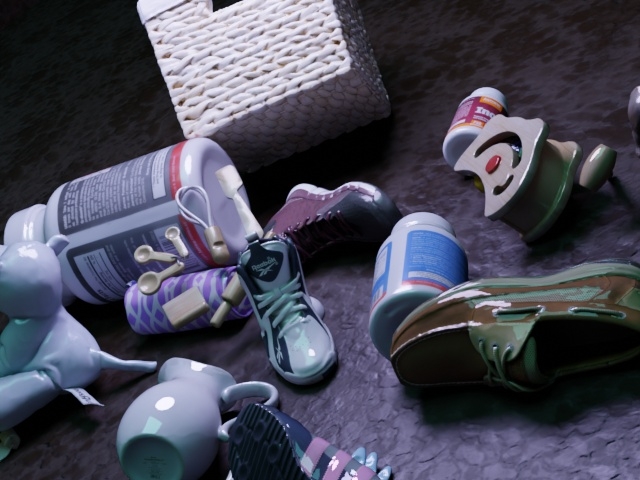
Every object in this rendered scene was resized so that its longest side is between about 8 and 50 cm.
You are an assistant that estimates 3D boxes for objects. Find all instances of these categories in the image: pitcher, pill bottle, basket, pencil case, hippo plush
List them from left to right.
[{"bbox_3d":[-0.445,0.127,2.063,0.294,0.237,0.234,4,29,47],"label":"hippo plush"},{"bbox_3d":[-0.310,-0.017,2.267,0.363,0.210,0.210,-17,28,19],"label":"pill bottle"},{"bbox_3d":[-0.196,0.091,2.117,0.206,0.086,0.088,-9,5,30],"label":"pencil case"},{"bbox_3d":[-0.156,0.231,1.796,0.177,0.125,0.207,-2,21,14],"label":"pitcher"},{"bbox_3d":[-0.082,-0.310,2.379,0.328,0.266,0.331,-22,-14,10],"label":"basket"},{"bbox_3d":[0.130,0.056,1.827,0.124,0.124,0.221,-18,28,17],"label":"pill bottle"},{"bbox_3d":[0.244,-0.172,2.180,0.086,0.086,0.152,-13,30,27],"label":"pill bottle"}]

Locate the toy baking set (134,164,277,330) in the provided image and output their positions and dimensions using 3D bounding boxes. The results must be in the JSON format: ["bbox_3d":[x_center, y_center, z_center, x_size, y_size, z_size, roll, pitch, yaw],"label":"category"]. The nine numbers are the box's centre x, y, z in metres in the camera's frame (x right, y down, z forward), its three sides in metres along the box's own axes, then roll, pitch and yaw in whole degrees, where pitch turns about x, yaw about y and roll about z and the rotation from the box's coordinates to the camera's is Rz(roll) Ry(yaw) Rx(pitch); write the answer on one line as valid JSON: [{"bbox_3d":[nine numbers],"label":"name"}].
[{"bbox_3d":[-0.164,0.008,2.053,0.196,0.030,0.256,29,74,26],"label":"toy baking set"}]

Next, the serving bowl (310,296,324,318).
[{"bbox_3d":[-0.037,0.104,2.002,0.083,0.027,0.083,-21,28,12],"label":"serving bowl"}]

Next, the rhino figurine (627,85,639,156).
[{"bbox_3d":[0.515,-0.165,1.894,0.243,0.106,0.073,7,42,49],"label":"rhino figurine"}]

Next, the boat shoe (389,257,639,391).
[{"bbox_3d":[0.234,0.112,1.638,0.324,0.123,0.120,-18,31,19],"label":"boat shoe"}]

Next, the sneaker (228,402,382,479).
[{"bbox_3d":[0.016,0.279,1.514,0.319,0.131,0.112,39,110,49],"label":"sneaker"}]

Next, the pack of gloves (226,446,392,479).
[{"bbox_3d":[-0.035,0.292,1.580,0.195,0.046,0.232,3,35,19],"label":"pack of gloves"}]

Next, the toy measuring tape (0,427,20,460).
[{"bbox_3d":[-0.588,0.337,1.988,0.330,0.121,0.121,-35,27,-16],"label":"toy measuring tape"}]

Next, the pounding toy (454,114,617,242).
[{"bbox_3d":[0.306,-0.069,1.957,0.154,0.155,0.269,-60,21,-3],"label":"pounding toy"}]

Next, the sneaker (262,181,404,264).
[{"bbox_3d":[0.000,0.000,2.097,0.162,0.106,0.281,-45,22,-22],"label":"sneaker"}]

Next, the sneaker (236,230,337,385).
[{"bbox_3d":[-0.056,0.076,1.895,0.094,0.153,0.235,-22,41,6],"label":"sneaker"}]
